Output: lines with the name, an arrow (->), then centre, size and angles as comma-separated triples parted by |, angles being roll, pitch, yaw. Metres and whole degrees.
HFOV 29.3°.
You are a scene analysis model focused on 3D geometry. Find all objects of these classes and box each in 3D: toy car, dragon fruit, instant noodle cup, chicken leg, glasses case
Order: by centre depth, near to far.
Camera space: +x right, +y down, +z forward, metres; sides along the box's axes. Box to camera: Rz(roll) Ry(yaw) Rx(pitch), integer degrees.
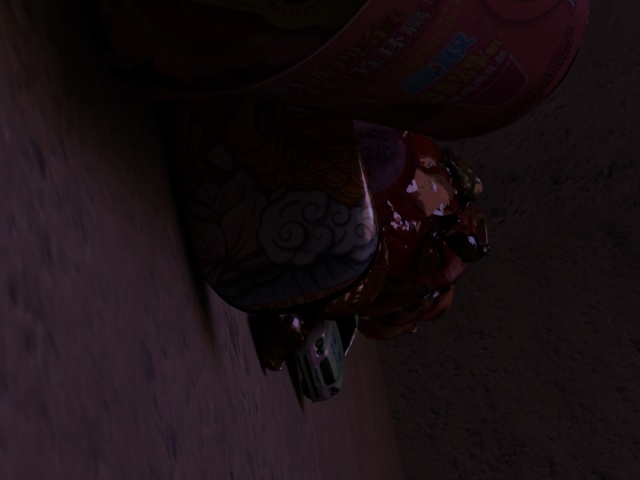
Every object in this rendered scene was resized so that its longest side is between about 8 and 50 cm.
instant noodle cup -> 0.031, -0.162, 0.686 | 0.255, 0.243, 0.244 | 18, 53, -54
glasses case -> -0.047, -0.105, 0.833 | 0.082, 0.122, 0.321 | 68, 8, -68
chicken leg -> 0.000, 0.000, 1.151 | 0.158, 0.096, 0.407 | 39, 25, -19
toy car -> -0.001, 0.069, 1.257 | 0.224, 0.076, 0.090 | -100, 176, -57
dragon fruit -> 0.083, -0.005, 1.532 | 0.291, 0.269, 0.250 | 67, 18, -45
